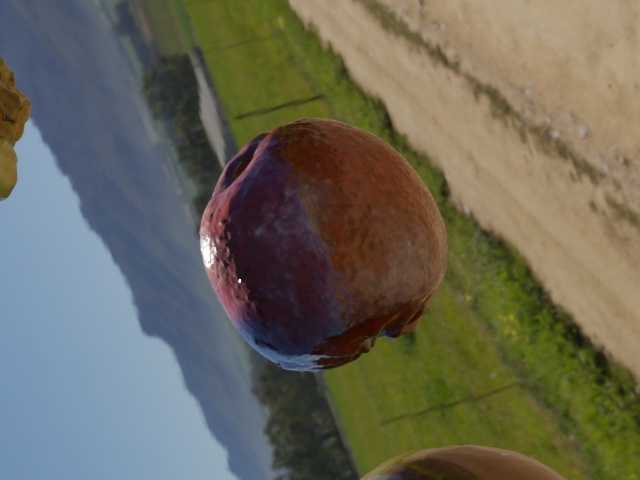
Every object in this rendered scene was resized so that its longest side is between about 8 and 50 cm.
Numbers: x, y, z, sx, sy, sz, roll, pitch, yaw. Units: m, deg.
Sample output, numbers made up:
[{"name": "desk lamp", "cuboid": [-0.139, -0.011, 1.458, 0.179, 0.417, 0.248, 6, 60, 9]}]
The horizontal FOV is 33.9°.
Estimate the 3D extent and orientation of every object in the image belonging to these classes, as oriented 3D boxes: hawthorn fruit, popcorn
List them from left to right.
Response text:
[{"name": "popcorn", "cuboid": [-0.524, -0.184, 1.472, 0.173, 0.286, 0.225, 78, -147, -60]}, {"name": "hawthorn fruit", "cuboid": [0.000, 0.000, 0.715, 0.173, 0.173, 0.172, 160, 90, -85]}]

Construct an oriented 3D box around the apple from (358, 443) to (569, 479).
[{"name": "apple", "cuboid": [0.120, 0.282, 0.788, 0.234, 0.257, 0.256, 18, -140, -47]}]
